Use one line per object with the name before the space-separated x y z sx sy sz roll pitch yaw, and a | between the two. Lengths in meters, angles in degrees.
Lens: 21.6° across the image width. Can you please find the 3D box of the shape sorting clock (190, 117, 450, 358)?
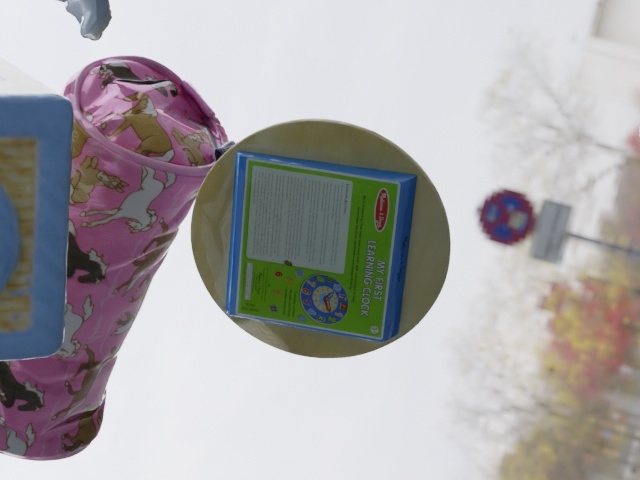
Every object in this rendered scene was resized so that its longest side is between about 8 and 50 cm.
shape sorting clock | 0.000 0.000 1.316 0.040 0.206 0.206 -63 -15 -62

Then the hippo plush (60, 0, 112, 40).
hippo plush | -0.100 -0.204 0.793 0.236 0.294 0.234 89 159 -45

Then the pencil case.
pencil case | -0.213 0.026 1.503 0.160 0.167 0.386 -94 29 -54

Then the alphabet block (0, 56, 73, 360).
alphabet block | -0.294 -0.028 1.175 0.197 0.193 0.192 -147 60 -60
